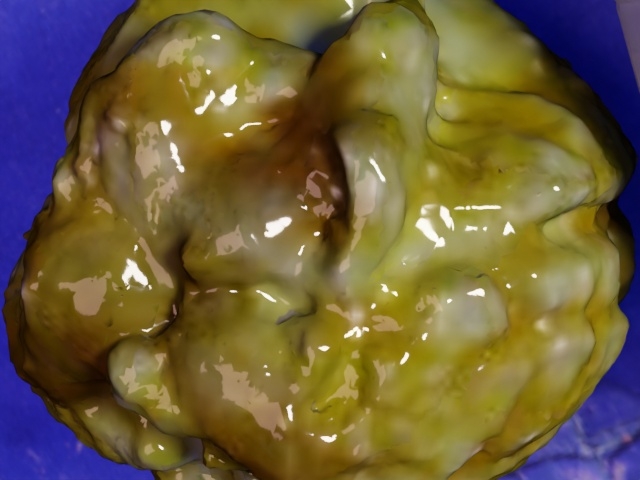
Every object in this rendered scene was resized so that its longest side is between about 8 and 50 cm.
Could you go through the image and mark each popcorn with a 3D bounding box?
[{"bbox_3d":[0.009,0.000,0.814,0.282,0.247,0.282,6,106,22],"label":"popcorn"}]

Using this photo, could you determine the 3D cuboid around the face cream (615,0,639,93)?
[{"bbox_3d":[0.185,-0.105,0.704,0.145,0.145,0.370,-11,103,37],"label":"face cream"}]
